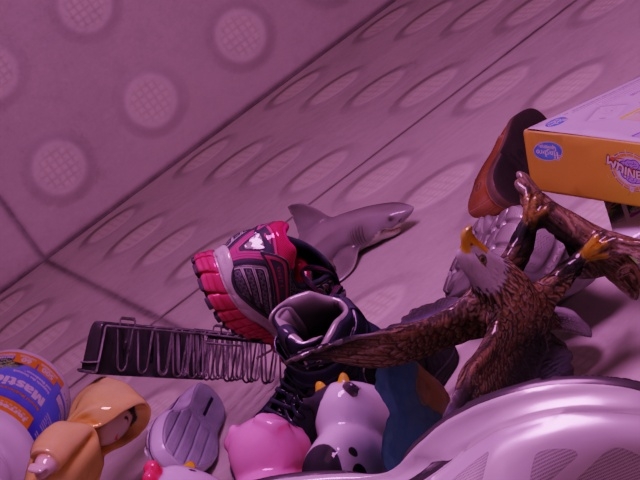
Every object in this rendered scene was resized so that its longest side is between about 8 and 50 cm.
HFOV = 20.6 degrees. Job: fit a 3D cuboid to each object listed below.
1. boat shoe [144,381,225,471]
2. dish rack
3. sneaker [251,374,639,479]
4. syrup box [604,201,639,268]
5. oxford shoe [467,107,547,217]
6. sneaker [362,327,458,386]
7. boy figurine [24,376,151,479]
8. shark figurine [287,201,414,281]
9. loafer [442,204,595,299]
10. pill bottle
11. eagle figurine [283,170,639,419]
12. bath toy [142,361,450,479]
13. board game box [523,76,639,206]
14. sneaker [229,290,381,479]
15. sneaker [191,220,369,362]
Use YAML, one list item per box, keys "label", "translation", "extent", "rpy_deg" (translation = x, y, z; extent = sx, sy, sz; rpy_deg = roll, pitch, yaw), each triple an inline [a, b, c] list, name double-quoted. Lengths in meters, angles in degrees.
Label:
- label: "boat shoe"
  translation: [-0.166, 0.238, 2.058]
  extent: [0.076, 0.083, 0.226]
  rpy_deg: [-41, 1, 15]
- label: "dish rack"
  translation: [-0.126, 0.134, 2.084]
  extent: [0.271, 0.074, 0.208]
  rpy_deg: [2, -3, 35]
- label: "sneaker"
  translation: [0.088, 0.275, 1.302]
  extent: [0.447, 0.169, 0.257]
  rpy_deg: [-22, 35, 24]
- label: "syrup box"
  translation: [0.340, -0.021, 1.722]
  extent: [0.093, 0.096, 0.237]
  rpy_deg: [-30, 15, 13]
- label: "oxford shoe"
  translation: [0.238, -0.100, 2.243]
  extent: [0.076, 0.076, 0.212]
  rpy_deg: [-36, 10, 42]
- label: "sneaker"
  translation: [0.092, 0.120, 1.815]
  extent: [0.051, 0.089, 0.170]
  rpy_deg: [-17, 22, 28]
- label: "boy figurine"
  translation: [-0.287, 0.281, 2.006]
  extent: [0.092, 0.177, 0.285]
  rpy_deg: [15, 50, 20]
- label: "shark figurine"
  translation: [-0.024, 0.014, 2.369]
  extent: [0.278, 0.116, 0.166]
  rpy_deg: [-37, 14, -18]
- label: "loafer"
  translation: [0.206, 0.032, 1.847]
  extent: [0.112, 0.111, 0.319]
  rpy_deg: [-64, 4, -5]
- label: "pill bottle"
  translation: [-0.441, 0.268, 2.375]
  extent: [0.152, 0.152, 0.272]
  rpy_deg: [-30, 15, 17]
- label: "eagle figurine"
  translation: [0.141, 0.078, 1.554]
  extent: [0.298, 0.225, 0.226]
  rpy_deg: [-49, 17, -18]
- label: "bath toy"
  translation: [-0.037, 0.220, 1.715]
  extent: [0.348, 0.129, 0.151]
  rpy_deg: [-26, 17, 30]
- label: "board game box"
  translation: [0.386, -0.095, 1.630]
  extent: [0.242, 0.064, 0.316]
  rpy_deg: [-25, 24, -36]
- label: "sneaker"
  translation: [-0.034, 0.151, 1.814]
  extent: [0.226, 0.163, 0.086]
  rpy_deg: [-47, 57, -3]
- label: "sneaker"
  translation: [-0.014, 0.072, 1.909]
  extent: [0.112, 0.299, 0.121]
  rpy_deg: [-31, 59, 16]
